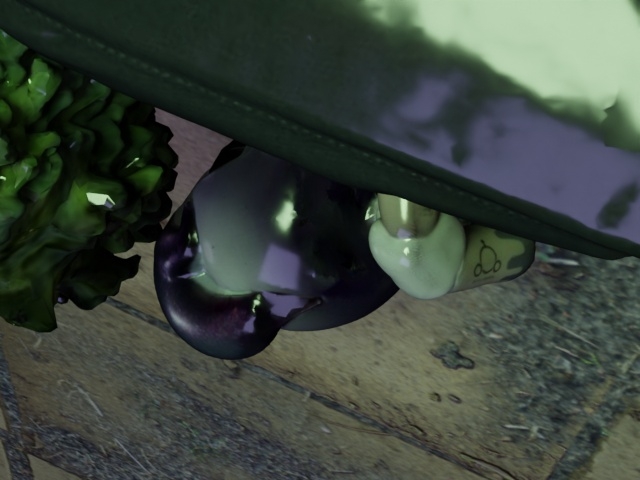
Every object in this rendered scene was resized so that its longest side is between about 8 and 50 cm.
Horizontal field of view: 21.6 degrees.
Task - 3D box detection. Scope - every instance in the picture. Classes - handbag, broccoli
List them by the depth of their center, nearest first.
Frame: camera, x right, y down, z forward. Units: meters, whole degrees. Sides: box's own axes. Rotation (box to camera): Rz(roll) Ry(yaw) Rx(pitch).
[{"bbox_3d":[0.057,-0.121,0.672,0.301,0.275,0.178,22,109,16],"label":"handbag"},{"bbox_3d":[-0.230,-0.083,0.784,0.281,0.293,0.348,-31,134,21],"label":"broccoli"}]

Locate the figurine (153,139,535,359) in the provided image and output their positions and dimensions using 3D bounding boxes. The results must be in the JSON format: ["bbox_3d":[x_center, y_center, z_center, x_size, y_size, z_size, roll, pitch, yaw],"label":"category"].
[{"bbox_3d":[0.000,0.000,0.946,0.222,0.145,0.145,-6,138,43],"label":"figurine"}]
